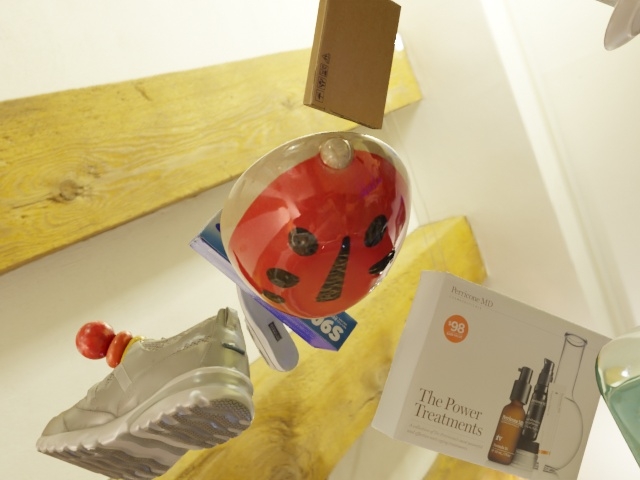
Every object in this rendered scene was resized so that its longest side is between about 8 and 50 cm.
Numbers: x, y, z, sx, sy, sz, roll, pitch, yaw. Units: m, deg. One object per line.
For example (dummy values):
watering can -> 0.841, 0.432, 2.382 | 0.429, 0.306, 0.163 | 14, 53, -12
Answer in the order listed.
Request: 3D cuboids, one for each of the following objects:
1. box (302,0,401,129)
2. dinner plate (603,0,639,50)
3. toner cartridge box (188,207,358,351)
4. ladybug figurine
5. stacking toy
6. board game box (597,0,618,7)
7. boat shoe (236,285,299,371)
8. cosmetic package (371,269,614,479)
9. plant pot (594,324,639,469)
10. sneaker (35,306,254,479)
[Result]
box -> 0.052, -0.282, 0.996 | 0.164, 0.021, 0.201 | 9, -90, -46
dinner plate -> 0.341, -0.255, 0.675 | 0.017, 0.141, 0.141 | 43, -154, 26
toner cartridge box -> -0.098, 0.084, 1.322 | 0.348, 0.165, 0.075 | 41, -107, -10
ladybug figurine -> 0.000, 0.000, 1.038 | 0.449, 0.304, 0.162 | 97, 162, -63
stacking toy -> -0.394, 0.266, 1.494 | 0.330, 0.141, 0.141 | 23, -131, 1
board game box -> 0.626, -0.455, 0.953 | 0.389, 0.390, 0.050 | 19, -115, -4
boat shoe -> -0.141, 0.191, 1.542 | 0.095, 0.084, 0.258 | -23, -87, -40
cosmetic package -> 0.309, 0.246, 1.152 | 0.377, 0.097, 0.285 | 21, -99, -18
plant pot -> 0.258, 0.101, 0.371 | 0.234, 0.165, 0.166 | 5, -123, -52
sneaker -> -0.164, 0.154, 0.642 | 0.105, 0.281, 0.115 | 40, -142, -37
